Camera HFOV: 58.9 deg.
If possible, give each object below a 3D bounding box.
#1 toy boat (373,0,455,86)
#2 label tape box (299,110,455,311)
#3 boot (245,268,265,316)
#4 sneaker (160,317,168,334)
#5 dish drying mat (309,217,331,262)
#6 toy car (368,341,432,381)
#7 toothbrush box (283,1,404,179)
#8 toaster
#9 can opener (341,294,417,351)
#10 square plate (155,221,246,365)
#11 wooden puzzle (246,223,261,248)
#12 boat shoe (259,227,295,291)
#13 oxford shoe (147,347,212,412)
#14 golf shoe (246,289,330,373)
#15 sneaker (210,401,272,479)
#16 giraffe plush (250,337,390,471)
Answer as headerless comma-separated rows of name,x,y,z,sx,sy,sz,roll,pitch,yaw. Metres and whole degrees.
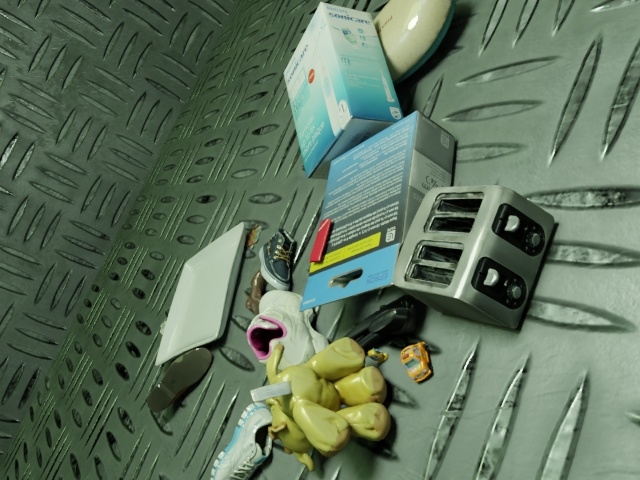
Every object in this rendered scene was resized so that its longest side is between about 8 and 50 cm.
toy boat,0.199,-0.492,1.250,0.267,0.148,0.318,-33,46,48
label tape box,0.101,-0.029,1.002,0.241,0.106,0.333,-24,47,49
boot,-0.132,0.127,1.305,0.114,0.037,0.106,24,98,64
sneaker,-0.467,0.263,1.724,0.037,0.032,0.083,-57,29,7
dish drying mat,0.000,0.000,1.020,0.032,0.008,0.083,-11,56,54
toy car,0.113,0.186,0.859,0.122,0.040,0.060,-26,44,45
toothbrush box,0.039,-0.306,1.191,0.216,0.126,0.295,-47,48,53
toaster,0.205,0.017,0.792,0.186,0.110,0.168,7,70,60
can opener,0.090,0.141,0.923,0.186,0.073,0.059,-41,41,47
square plate,-0.323,0.157,1.571,0.344,0.049,0.347,-30,41,44
wooden puzzle,-0.179,-0.011,1.535,0.049,0.006,0.083,-26,44,46
boat shoe,-0.093,0.038,1.292,0.083,0.065,0.183,-54,28,15
oxford shoe,-0.349,0.343,1.433,0.212,0.076,0.076,-43,-8,10
golf shoe,-0.081,0.164,1.089,0.115,0.140,0.306,-59,27,7
sneaker,-0.135,0.398,1.041,0.083,0.071,0.190,10,74,54
giraffe plush,-0.013,0.270,0.884,0.170,0.210,0.181,106,163,-46
